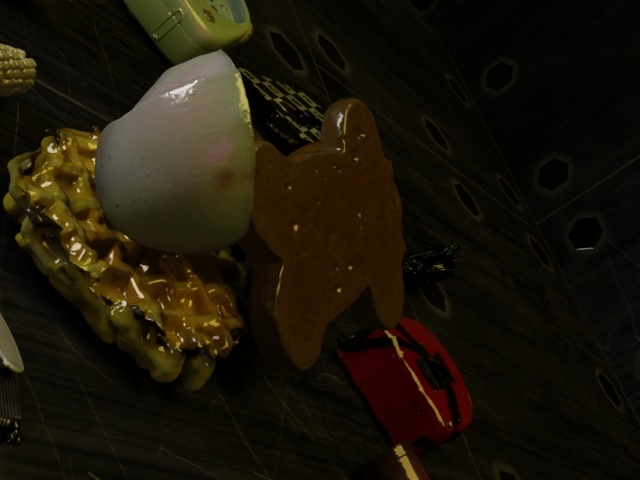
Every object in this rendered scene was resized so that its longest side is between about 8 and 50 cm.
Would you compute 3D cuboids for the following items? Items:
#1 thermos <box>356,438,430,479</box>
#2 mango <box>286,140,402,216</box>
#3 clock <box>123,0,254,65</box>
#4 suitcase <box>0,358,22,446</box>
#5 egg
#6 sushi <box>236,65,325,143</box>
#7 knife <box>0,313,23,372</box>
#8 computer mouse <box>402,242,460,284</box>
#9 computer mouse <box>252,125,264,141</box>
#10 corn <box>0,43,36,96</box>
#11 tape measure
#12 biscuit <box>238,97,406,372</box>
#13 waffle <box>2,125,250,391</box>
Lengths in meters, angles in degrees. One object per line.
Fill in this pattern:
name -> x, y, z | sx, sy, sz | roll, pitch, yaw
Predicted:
thermos -> 0.151, 0.427, 1.527 | 0.232, 0.099, 0.124 | 60, -16, 11
mango -> 0.007, -0.029, 1.733 | 0.264, 0.221, 0.378 | 61, 32, -9
clock -> -0.263, -0.482, 1.967 | 0.286, 0.117, 0.348 | 54, 21, 0
suitcase -> -0.342, 0.148, 0.980 | 0.086, 0.059, 0.126 | 31, 29, -45
egg -> -0.188, -0.084, 1.212 | 0.161, 0.271, 0.206 | -11, 71, -24
sushi -> -0.044, -0.252, 2.165 | 0.264, 0.050, 0.290 | 49, 20, 27
knife -> -0.402, 0.008, 1.032 | 0.336, 0.043, 0.081 | 51, 7, 9
computer mouse -> 0.239, 0.058, 2.189 | 0.241, 0.146, 0.078 | -23, 97, -70
computer mouse -> -0.142, -0.168, 1.842 | 0.245, 0.056, 0.126 | 57, 22, 11
corn -> -0.453, -0.223, 1.269 | 0.087, 0.087, 0.211 | 58, 17, 9
tape measure -> 0.161, 0.247, 1.770 | 0.253, 0.114, 0.260 | 59, 22, 9
biscuit -> 0.000, 0.000, 1.475 | 0.394, 0.076, 0.368 | -33, 115, -53
waffle -> -0.246, 0.006, 1.336 | 0.382, 0.095, 0.380 | 46, 23, -12
